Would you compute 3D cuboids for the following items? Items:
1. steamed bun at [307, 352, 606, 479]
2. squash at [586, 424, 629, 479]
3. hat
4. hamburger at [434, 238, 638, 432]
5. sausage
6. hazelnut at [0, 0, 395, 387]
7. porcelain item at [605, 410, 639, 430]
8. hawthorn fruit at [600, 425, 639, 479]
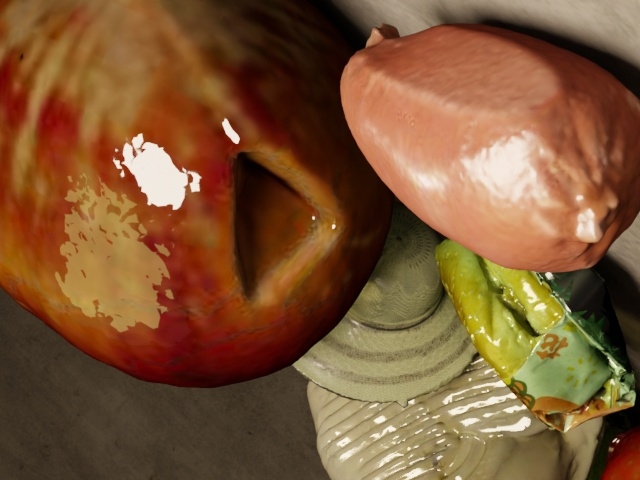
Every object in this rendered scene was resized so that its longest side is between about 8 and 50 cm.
[{"bbox_3d":[0.160,0.193,1.386,0.219,0.310,0.324,42,177,-42],"label":"steamed bun"},{"bbox_3d":[0.322,0.350,1.417,0.111,0.289,0.203,10,174,-26],"label":"squash"},{"bbox_3d":[0.064,0.027,1.248,0.252,0.252,0.110,40,150,14],"label":"hat"},{"bbox_3d":[0.176,0.046,1.145,0.235,0.125,0.214,44,-175,-38],"label":"hamburger"},{"bbox_3d":[0.112,-0.066,0.815,0.148,0.148,0.254,47,177,-31],"label":"sausage"},{"bbox_3d":[-0.123,-0.086,1.120,0.429,0.402,0.402,44,175,31],"label":"hazelnut"},{"bbox_3d":[0.355,0.207,1.542,0.075,0.021,0.136,48,171,-11],"label":"porcelain item"},{"bbox_3d":[0.368,0.266,1.185,0.215,0.215,0.250,42,168,5],"label":"hawthorn fruit"}]
